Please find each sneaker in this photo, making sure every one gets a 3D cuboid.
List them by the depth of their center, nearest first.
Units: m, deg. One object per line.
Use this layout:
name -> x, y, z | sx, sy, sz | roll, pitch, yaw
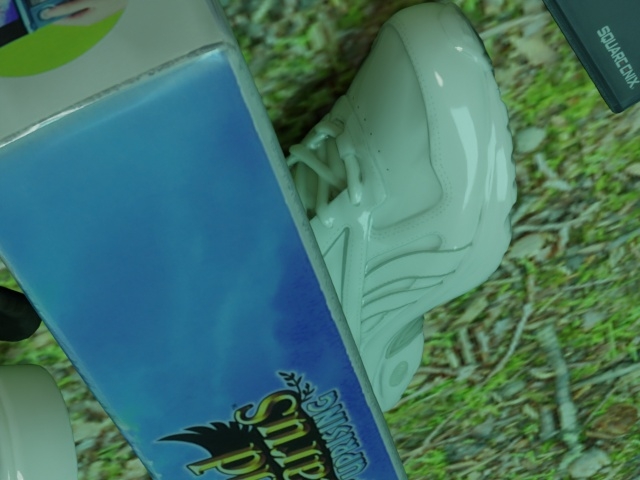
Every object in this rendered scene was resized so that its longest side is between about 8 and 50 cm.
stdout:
sneaker -> 0.000, 0.000, 0.711 | 0.115, 0.090, 0.232 | -4, 140, -23

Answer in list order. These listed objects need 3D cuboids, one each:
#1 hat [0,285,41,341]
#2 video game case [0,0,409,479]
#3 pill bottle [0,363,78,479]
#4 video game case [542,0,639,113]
hat -> -0.205, -0.075, 0.389 | 0.331, 0.331, 0.134 | 15, 91, -43
video game case -> -0.057, -0.043, 0.474 | 0.061, 0.244, 0.269 | -24, 146, -2
pill bottle -> -0.206, 0.099, 0.687 | 0.208, 0.117, 0.117 | -3, 141, -28
video game case -> 0.196, -0.170, 0.657 | 0.274, 0.026, 0.196 | -31, 146, 11
